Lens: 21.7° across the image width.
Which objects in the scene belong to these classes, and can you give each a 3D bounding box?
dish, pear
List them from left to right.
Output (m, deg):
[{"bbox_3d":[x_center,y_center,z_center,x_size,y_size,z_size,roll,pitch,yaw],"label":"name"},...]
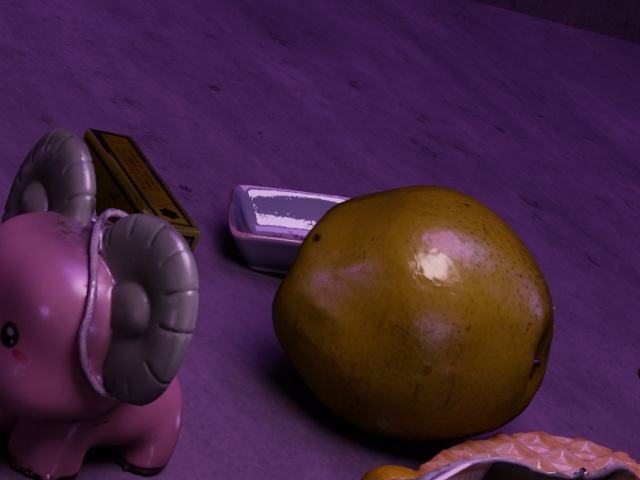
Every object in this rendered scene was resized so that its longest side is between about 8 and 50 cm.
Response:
[{"bbox_3d":[0.000,0.000,2.035,0.234,0.064,0.154,7,24,-5],"label":"dish"},{"bbox_3d":[0.105,0.077,1.736,0.294,0.294,0.294,21,21,-9],"label":"pear"}]

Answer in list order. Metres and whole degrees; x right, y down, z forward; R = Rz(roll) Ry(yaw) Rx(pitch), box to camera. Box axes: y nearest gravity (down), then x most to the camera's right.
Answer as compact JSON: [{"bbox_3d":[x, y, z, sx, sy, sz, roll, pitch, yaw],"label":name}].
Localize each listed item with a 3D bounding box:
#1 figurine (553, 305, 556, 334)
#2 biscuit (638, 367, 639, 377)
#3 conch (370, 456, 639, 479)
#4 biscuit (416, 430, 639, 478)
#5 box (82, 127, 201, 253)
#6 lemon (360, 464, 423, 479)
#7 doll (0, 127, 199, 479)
[{"bbox_3d":[0.235,0.094,2.068,0.132,0.132,0.154,38,11,33],"label":"figurine"},{"bbox_3d":[0.507,0.213,2.171,0.205,0.031,0.138,32,22,23],"label":"biscuit"},{"bbox_3d":[0.098,0.278,1.348,0.386,0.170,0.203,-33,96,-40],"label":"conch"},{"bbox_3d":[0.247,0.258,1.639,0.309,0.040,0.204,17,30,16],"label":"biscuit"},{"bbox_3d":[-0.212,-0.007,1.772,0.064,0.141,0.220,9,26,-35],"label":"box"},{"bbox_3d":[0.073,0.250,1.549,0.111,0.082,0.082,28,20,-8],"label":"lemon"},{"bbox_3d":[-0.199,0.062,1.446,0.216,0.268,0.284,0,32,-43],"label":"doll"}]
